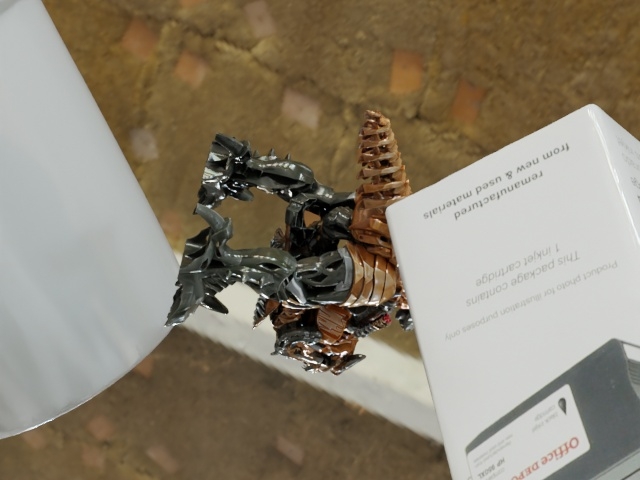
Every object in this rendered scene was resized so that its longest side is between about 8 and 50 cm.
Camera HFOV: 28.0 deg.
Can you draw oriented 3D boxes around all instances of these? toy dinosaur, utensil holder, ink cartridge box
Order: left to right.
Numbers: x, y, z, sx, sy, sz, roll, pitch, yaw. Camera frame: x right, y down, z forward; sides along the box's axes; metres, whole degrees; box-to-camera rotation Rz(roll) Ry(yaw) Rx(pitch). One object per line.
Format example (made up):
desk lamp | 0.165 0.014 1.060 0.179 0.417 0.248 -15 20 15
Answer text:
utensil holder | -0.346 -0.043 1.249 0.328 0.327 0.385 -11 -63 34
toy dinosaur | 0.000 0.000 1.068 0.218 0.164 0.322 15 -58 -6
ink cartridge box | 0.218 0.155 0.813 0.166 0.395 0.285 -28 -31 27
